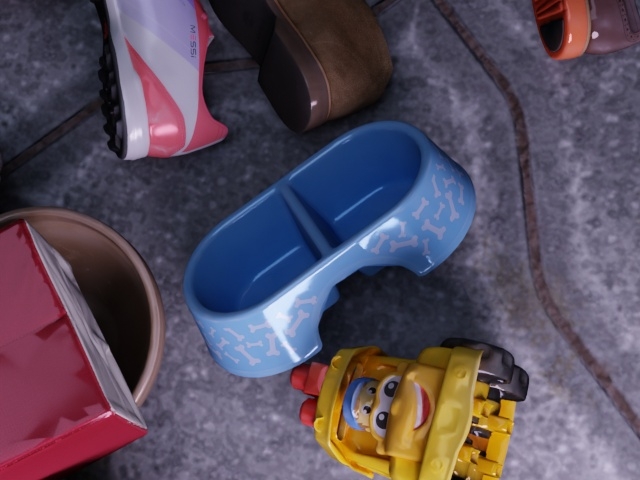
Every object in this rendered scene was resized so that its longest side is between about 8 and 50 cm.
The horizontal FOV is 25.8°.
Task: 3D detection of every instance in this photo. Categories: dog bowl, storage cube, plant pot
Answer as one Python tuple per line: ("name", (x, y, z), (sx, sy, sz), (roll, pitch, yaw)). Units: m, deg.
("dog bowl", (0.000, 0.000, 1.298), (0.297, 0.074, 0.166), (-36, 41, 2))
("storage cube", (-0.281, 0.119, 1.184), (0.193, 0.215, 0.183), (-27, 77, -3))
("plant pot", (-0.256, 0.092, 1.344), (0.237, 0.110, 0.237), (-1, 81, 9))

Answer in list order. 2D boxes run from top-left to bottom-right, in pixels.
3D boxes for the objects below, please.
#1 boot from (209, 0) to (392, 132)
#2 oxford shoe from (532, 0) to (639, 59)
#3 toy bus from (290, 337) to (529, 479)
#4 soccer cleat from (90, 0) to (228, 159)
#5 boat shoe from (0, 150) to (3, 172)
("boot", (-0.035, -0.249, 1.394), (0.115, 0.112, 0.305), (-19, 71, -26))
("oxford shoe", (0.252, -0.309, 1.359), (0.098, 0.097, 0.271), (-5, 83, -13))
("toy bus", (0.064, 0.152, 1.237), (0.211, 0.220, 0.149), (14, 80, 18))
("soccer cleat", (-0.168, -0.238, 1.398), (0.116, 0.108, 0.318), (-5, 81, -18))
("boat shoe", (-0.447, -0.011, 1.388), (0.335, 0.095, 0.112), (-22, 109, 27))
